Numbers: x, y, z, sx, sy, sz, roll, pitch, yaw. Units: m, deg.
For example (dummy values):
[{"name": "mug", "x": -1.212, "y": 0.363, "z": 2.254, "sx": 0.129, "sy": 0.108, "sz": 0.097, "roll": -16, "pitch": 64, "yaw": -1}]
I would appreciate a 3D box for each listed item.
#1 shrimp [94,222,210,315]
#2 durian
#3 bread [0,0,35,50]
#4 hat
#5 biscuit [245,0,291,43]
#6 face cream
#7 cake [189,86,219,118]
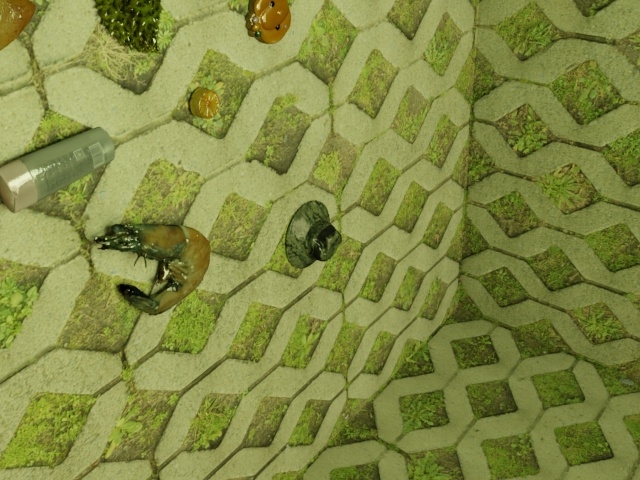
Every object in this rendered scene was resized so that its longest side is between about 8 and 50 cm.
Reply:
[{"name": "shrimp", "x": -0.457, "y": 0.068, "z": 1.916, "sx": 0.272, "sy": 0.085, "sz": 0.445, "roll": -63, "pitch": 152, "yaw": 1}, {"name": "durian", "x": -0.415, "y": -0.598, "z": 1.591, "sx": 0.169, "sy": 0.158, "sz": 0.355, "roll": -84, "pitch": -177, "yaw": -70}, {"name": "bread", "x": -0.636, "y": -0.422, "z": 1.388, "sx": 0.154, "sy": 0.054, "sz": 0.135, "roll": 8, "pitch": 104, "yaw": -54}, {"name": "hat", "x": 0.000, "y": 0.000, "z": 2.489, "sx": 0.265, "sy": 0.128, "sz": 0.265, "roll": -35, "pitch": 138, "yaw": -39}, {"name": "biscuit", "x": -0.140, "y": -0.629, "z": 1.989, "sx": 0.170, "sy": 0.050, "sz": 0.170, "roll": -31, "pitch": 131, "yaw": -43}, {"name": "face cream", "x": -0.586, "y": -0.165, "z": 1.586, "sx": 0.269, "sy": 0.073, "sz": 0.107, "roll": -38, "pitch": 132, "yaw": -38}, {"name": "cake", "x": -0.309, "y": -0.365, "z": 1.900, "sx": 0.084, "sy": 0.044, "sz": 0.084, "roll": -31, "pitch": 131, "yaw": -44}]
